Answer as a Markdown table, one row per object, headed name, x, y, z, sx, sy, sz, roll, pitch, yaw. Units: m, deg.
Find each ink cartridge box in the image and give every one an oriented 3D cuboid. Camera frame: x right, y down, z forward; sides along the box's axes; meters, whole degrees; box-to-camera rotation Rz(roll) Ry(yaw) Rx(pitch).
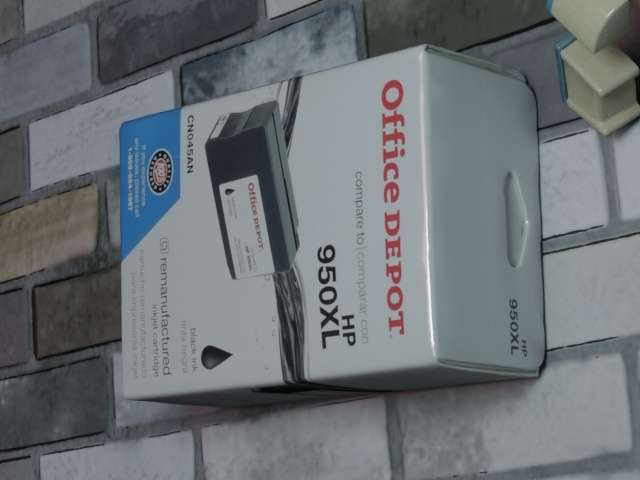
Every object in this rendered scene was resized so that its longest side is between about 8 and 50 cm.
| name | x | y | z | sx | sy | sz | roll | pitch | yaw |
| --- | --- | --- | --- | --- | --- | --- | --- | --- | --- |
| ink cartridge box | 0.000 | 0.000 | 1.601 | 0.395 | 0.166 | 0.285 | -10 | 77 | 40 |

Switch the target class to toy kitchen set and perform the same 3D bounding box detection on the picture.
| name | x | y | z | sx | sy | sz | roll | pitch | yaw |
| --- | --- | --- | --- | --- | --- | --- | --- | --- | --- |
| toy kitchen set | 0.282 | -0.221 | 1.454 | 0.207 | 0.166 | 0.122 | -33 | 56 | -8 |
